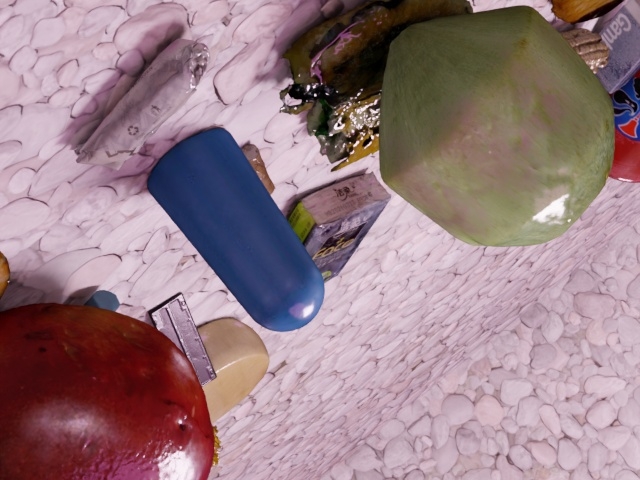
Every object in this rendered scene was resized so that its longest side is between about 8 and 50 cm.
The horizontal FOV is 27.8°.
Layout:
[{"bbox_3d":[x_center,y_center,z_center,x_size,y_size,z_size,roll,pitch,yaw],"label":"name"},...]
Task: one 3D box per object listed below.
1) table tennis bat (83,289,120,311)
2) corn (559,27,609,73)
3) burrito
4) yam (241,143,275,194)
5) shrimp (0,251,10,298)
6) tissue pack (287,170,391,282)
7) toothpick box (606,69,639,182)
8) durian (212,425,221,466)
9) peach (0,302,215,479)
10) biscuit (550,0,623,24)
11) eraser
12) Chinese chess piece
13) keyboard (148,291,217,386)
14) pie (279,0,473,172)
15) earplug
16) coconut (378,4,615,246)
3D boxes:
[{"bbox_3d":[-0.392,0.182,1.910,0.215,0.044,0.329,-11,150,-50],"label":"table tennis bat"},{"bbox_3d":[0.390,-0.306,2.132,0.211,0.087,0.087,-9,147,-43],"label":"corn"},{"bbox_3d":[-0.198,-0.150,1.463,0.203,0.064,0.064,-44,160,20],"label":"burrito"},{"bbox_3d":[-0.089,-0.095,1.828,0.032,0.032,0.145,-36,160,-6],"label":"yam"},{"bbox_3d":[-0.488,0.086,1.518,0.262,0.051,0.198,-38,154,-7],"label":"shrimp"},{"bbox_3d":[0.000,0.000,2.136,0.173,0.073,0.235,-23,157,-39],"label":"tissue pack"},{"bbox_3d":[0.627,-0.282,2.411,0.204,0.204,0.333,-27,158,-28],"label":"toothpick box"},{"bbox_3d":[-0.301,0.384,2.398,0.249,0.183,0.138,-22,128,-50],"label":"durian"},{"bbox_3d":[-0.362,0.252,1.686,0.416,0.339,0.353,-12,107,-26],"label":"peach"},{"bbox_3d":[0.481,-0.457,1.996,0.318,0.040,0.318,-35,162,-13],"label":"biscuit"},{"bbox_3d":[0.524,-0.340,2.214,0.046,0.092,0.212,-32,169,-22],"label":"eraser"},{"bbox_3d":[-0.209,0.242,2.287,0.251,0.097,0.251,-34,160,-14],"label":"Chinese chess piece"},{"bbox_3d":[-0.222,0.171,2.094,0.067,0.011,0.202,-33,133,-18],"label":"keyboard"},{"bbox_3d":[0.081,-0.232,1.748,0.296,0.078,0.371,-39,160,0],"label":"pie"},{"bbox_3d":[-0.095,0.000,1.659,0.132,0.273,0.132,-32,161,-13],"label":"earplug"},{"bbox_3d":[0.217,-0.156,1.661,0.328,0.328,0.281,-29,-175,-24],"label":"coconut"}]
